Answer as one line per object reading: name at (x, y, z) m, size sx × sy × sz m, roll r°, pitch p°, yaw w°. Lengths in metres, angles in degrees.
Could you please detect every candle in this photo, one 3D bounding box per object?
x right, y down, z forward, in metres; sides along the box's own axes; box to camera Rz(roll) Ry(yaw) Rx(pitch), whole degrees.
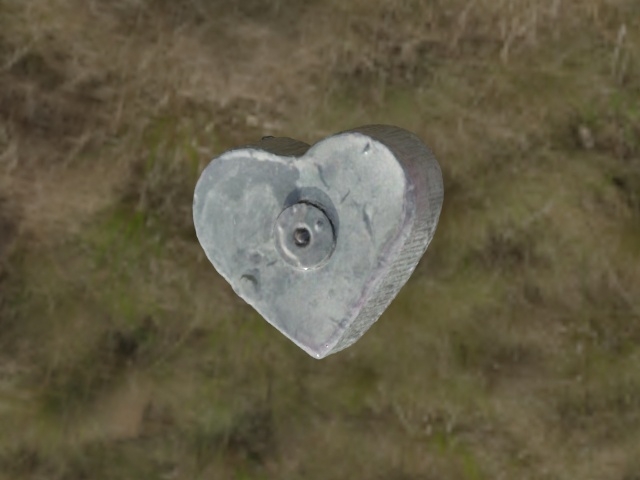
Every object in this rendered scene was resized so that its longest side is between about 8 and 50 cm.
candle at (0.000, 0.000, 1.045) m, size 0.192 × 0.169 × 0.068 m, roll -8°, pitch -177°, yaw 30°
